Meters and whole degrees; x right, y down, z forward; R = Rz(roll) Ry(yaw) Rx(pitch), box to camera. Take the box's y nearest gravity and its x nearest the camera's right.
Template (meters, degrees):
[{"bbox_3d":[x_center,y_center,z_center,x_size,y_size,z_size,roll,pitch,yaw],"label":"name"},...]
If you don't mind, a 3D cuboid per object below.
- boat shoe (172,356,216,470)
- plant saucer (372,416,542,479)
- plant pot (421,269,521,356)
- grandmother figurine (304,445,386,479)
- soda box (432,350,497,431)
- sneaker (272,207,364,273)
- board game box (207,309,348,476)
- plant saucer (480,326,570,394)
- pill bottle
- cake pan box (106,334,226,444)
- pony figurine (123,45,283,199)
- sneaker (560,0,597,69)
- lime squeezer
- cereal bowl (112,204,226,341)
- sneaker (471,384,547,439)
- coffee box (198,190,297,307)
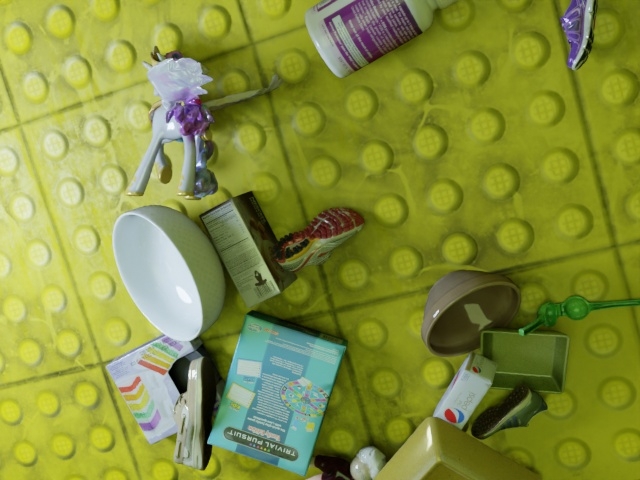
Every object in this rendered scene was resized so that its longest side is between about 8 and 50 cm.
[{"bbox_3d":[-0.320,0.426,1.818,0.098,0.109,0.302,7,109,9],"label":"boat shoe"},{"bbox_3d":[0.299,0.618,1.730,0.333,0.081,0.332,32,111,-9],"label":"plant saucer"},{"bbox_3d":[0.316,0.143,1.641,0.237,0.237,0.109,-46,48,17],"label":"plant pot"},{"bbox_3d":[0.030,0.624,1.842,0.342,0.104,0.208,-39,99,20],"label":"grandmother figurine"},{"bbox_3d":[0.326,0.357,1.689,0.069,0.074,0.216,27,128,7],"label":"soda box"},{"bbox_3d":[0.000,0.000,1.734,0.225,0.092,0.088,-27,49,2],"label":"sneaker"},{"bbox_3d":[-0.103,0.369,1.797,0.254,0.079,0.335,18,96,5],"label":"board game box"},{"bbox_3d":[0.458,0.262,1.662,0.189,0.045,0.188,2,128,14],"label":"plant saucer"},{"bbox_3d":[0.132,-0.487,1.559,0.302,0.169,0.169,-27,94,18],"label":"pill bottle"},{"bbox_3d":[-0.385,0.369,1.909,0.267,0.070,0.245,-26,96,16],"label":"cake pan box"},{"bbox_3d":[-0.299,-0.277,1.660,0.351,0.303,0.363,3,88,39],"label":"pony figurine"},{"bbox_3d":[0.533,-0.441,1.534,0.071,0.068,0.169,8,94,28],"label":"sneaker"},{"bbox_3d":[0.552,0.154,1.622,0.311,0.110,0.058,-11,81,-15],"label":"lime squeezer"},{"bbox_3d":[-0.342,0.064,1.765,0.339,0.141,0.338,25,129,35],"label":"cereal bowl"},{"bbox_3d":[0.445,0.416,1.712,0.086,0.064,0.192,30,122,-18],"label":"sneaker"},{"bbox_3d":[-0.168,0.018,1.748,0.098,0.141,0.246,-27,92,17],"label":"coffee box"}]
